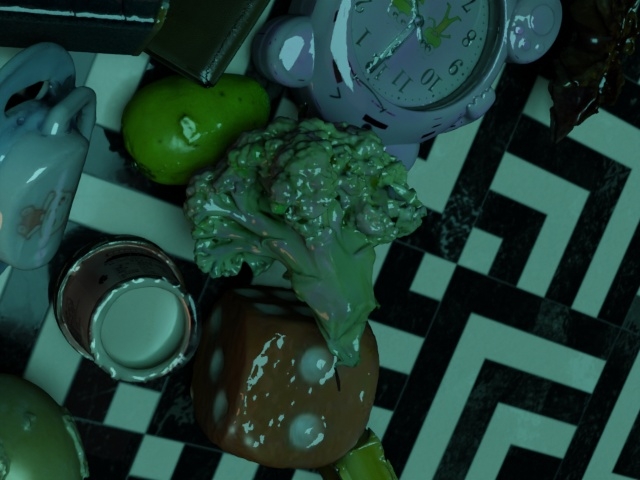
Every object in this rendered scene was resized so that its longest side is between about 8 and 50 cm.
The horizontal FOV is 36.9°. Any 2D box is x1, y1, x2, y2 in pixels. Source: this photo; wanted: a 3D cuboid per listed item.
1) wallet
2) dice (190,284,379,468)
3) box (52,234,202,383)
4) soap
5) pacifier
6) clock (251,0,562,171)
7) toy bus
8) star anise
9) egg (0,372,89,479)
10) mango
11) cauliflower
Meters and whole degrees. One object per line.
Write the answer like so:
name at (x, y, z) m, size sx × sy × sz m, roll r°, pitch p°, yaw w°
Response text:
wallet at (-0.109, -0.270, 1.033) m, size 0.110 × 0.031 × 0.198 m, roll 31°, pitch 81°, yaw 7°
dice at (-0.041, 0.155, 1.140) m, size 0.175 × 0.174 × 0.179 m, roll 12°, pitch 100°, yaw -26°
box at (-0.208, 0.080, 1.062) m, size 0.151 × 0.135 × 0.151 m, roll -6°, pitch 105°, yaw -24°
soap at (0.056, 0.330, 1.257) m, size 0.076 × 0.135 × 0.233 m, roll -30°, pitch 116°, yaw -16°
pacifier at (-0.343, -0.086, 0.945) m, size 0.225 × 0.238 × 0.287 m, roll 27°, pitch 121°, yaw 1°
clock at (0.100, -0.252, 1.130) m, size 0.322 × 0.113 × 0.295 m, roll -49°, pitch 119°, yaw -5°
toy bus at (-0.287, -0.265, 0.907) m, size 0.275 × 0.138 × 0.167 m, roll 1°, pitch 87°, yaw -22°
star anise at (0.354, -0.247, 1.219) m, size 0.288 × 0.088 × 0.288 m, roll -49°, pitch 153°, yaw -36°
egg at (-0.337, 0.240, 1.022) m, size 0.164 × 0.164 × 0.201 m, roll -22°, pitch 88°, yaw -19°
mango at (-0.132, -0.129, 1.061) m, size 0.178 × 0.100 × 0.119 m, roll -26°, pitch 112°, yaw -25°
cauliflower at (0.000, 0.000, 1.019) m, size 0.256 × 0.239 × 0.315 m, roll -3°, pitch 67°, yaw -40°
